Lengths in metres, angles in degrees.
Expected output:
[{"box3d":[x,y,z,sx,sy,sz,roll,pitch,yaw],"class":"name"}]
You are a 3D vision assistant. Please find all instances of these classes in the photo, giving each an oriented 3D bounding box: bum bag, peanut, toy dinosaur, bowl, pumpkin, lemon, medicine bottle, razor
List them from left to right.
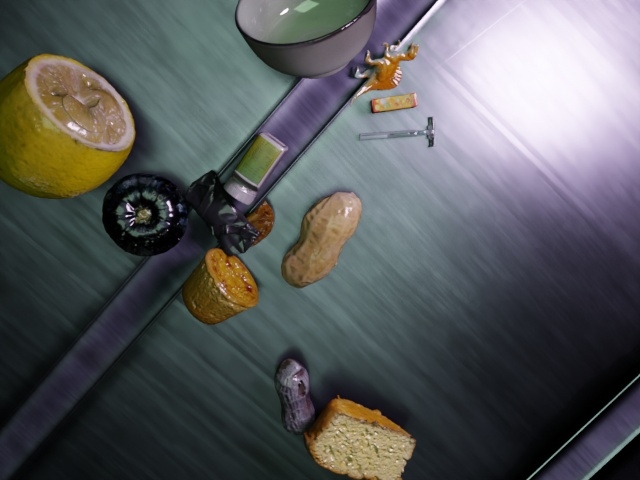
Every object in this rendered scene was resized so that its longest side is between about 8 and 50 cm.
[{"box3d":[-0.682,-0.264,1.524,0.364,0.364,0.364,0,101,0],"class":"lemon"},{"box3d":[-0.479,-0.069,1.637,0.233,0.163,0.233,-1,95,-9],"class":"pumpkin"},{"box3d":[-0.278,-0.073,1.672,0.123,0.060,0.248,-40,77,13],"class":"bum bag"},{"box3d":[-0.176,-0.197,1.627,0.088,0.132,0.188,36,99,-6],"class":"medicine bottle"},{"box3d":[-0.018,-0.534,1.502,0.354,0.353,0.185,-19,144,4],"class":"bowl"},{"box3d":[0.000,0.000,1.664,0.149,0.149,0.313,28,106,-5],"class":"peanut"},{"box3d":[0.167,-0.452,1.627,0.142,0.057,0.212,14,113,-22],"class":"toy dinosaur"},{"box3d":[0.213,-0.293,1.655,0.211,0.036,0.084,-4,99,1],"class":"razor"}]

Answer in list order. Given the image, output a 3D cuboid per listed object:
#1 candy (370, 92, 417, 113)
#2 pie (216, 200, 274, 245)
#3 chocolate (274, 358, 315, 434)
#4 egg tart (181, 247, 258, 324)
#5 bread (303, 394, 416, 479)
[{"box3d":[0.199,-0.373,1.627,0.122,0.062,0.038,-8,99,2],"class":"candy"},{"box3d":[-0.200,-0.029,1.710,0.191,0.033,0.088,-37,109,14],"class":"pie"},{"box3d":[-0.077,0.464,1.768,0.110,0.110,0.248,-7,101,2],"class":"chocolate"},{"box3d":[-0.289,0.136,1.676,0.147,0.202,0.202,-37,99,21],"class":"egg tart"},{"box3d":[0.096,0.570,1.742,0.340,0.179,0.194,26,95,-22],"class":"bread"}]
